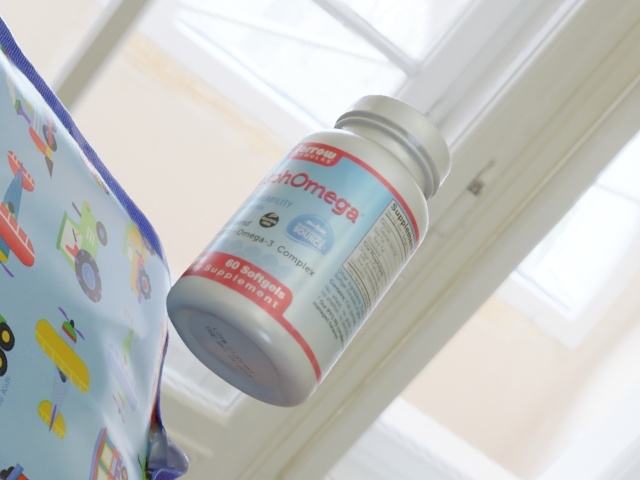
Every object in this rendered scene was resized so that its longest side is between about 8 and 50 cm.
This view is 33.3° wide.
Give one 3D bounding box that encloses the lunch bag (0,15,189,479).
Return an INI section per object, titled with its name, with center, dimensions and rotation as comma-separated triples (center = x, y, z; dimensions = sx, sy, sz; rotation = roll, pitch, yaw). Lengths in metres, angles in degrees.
[lunch bag]
center = -0.151, 0.036, 0.485
dimensions = 0.293, 0.138, 0.221
rotation = 48, 28, -39

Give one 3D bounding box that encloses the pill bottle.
[pill bottle]
center = 0.000, 0.000, 0.553
dimensions = 0.087, 0.160, 0.087
rotation = 28, -29, 17
